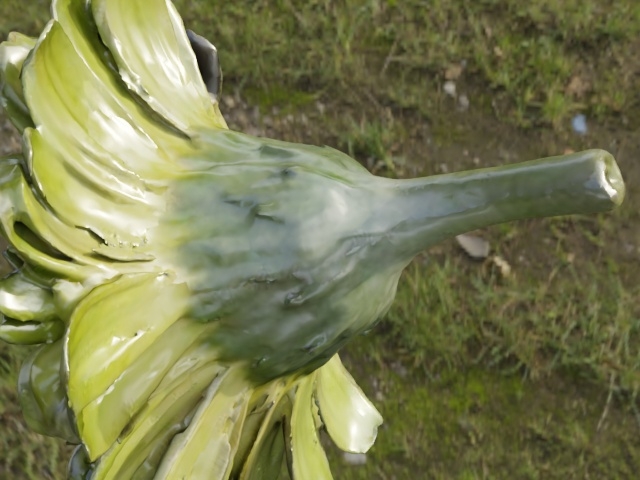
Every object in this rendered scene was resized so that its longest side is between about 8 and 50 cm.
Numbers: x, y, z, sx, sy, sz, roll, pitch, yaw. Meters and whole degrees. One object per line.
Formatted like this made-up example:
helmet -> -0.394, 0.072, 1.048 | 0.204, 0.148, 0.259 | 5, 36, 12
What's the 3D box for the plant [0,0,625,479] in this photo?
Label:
plant -> -0.033, -0.018, 0.590 | 0.297, 0.306, 0.261 | -43, 54, 14
